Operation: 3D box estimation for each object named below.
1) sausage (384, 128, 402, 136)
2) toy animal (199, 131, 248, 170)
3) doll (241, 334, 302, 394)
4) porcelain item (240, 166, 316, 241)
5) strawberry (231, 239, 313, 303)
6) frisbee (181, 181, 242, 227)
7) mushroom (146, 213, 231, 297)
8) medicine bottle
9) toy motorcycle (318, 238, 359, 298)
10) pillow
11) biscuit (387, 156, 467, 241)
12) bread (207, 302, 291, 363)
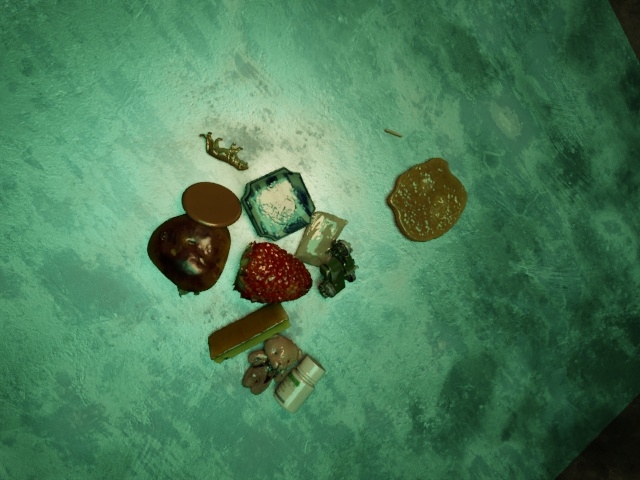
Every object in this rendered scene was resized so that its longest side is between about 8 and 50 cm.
[{"bbox_3d":[0.350,-0.513,1.933,0.100,0.015,0.015,17,89,-15],"label":"sausage"},{"bbox_3d":[-0.411,-0.382,1.736,0.241,0.057,0.099,23,88,-15],"label":"toy animal"},{"bbox_3d":[-0.225,0.565,1.796,0.201,0.156,0.303,37,89,-14],"label":"doll"},{"bbox_3d":[-0.181,-0.156,1.757,0.286,0.157,0.281,-25,98,-12],"label":"porcelain item"},{"bbox_3d":[-0.184,0.151,1.713,0.344,0.292,0.292,15,90,-11],"label":"strawberry"},{"bbox_3d":[-0.446,-0.153,1.678,0.251,0.021,0.250,17,46,-19],"label":"frisbee"},{"bbox_3d":[-0.541,0.054,1.677,0.346,0.259,0.345,5,65,-11],"label":"mushroom"},{"bbox_3d":[-0.092,0.648,1.837,0.139,0.139,0.237,40,85,-13],"label":"medicine bottle"},{"bbox_3d":[0.066,0.129,1.815,0.205,0.127,0.275,-33,131,-25],"label":"toy motorcycle"},{"bbox_3d":[0.000,0.000,1.855,0.173,0.067,0.270,23,90,-13],"label":"pillow"},{"bbox_3d":[0.520,-0.190,1.970,0.385,0.062,0.365,-36,99,-9],"label":"biscuit"},{"bbox_3d":[-0.313,0.398,1.766,0.361,0.138,0.077,-27,129,-10],"label":"bread"}]
